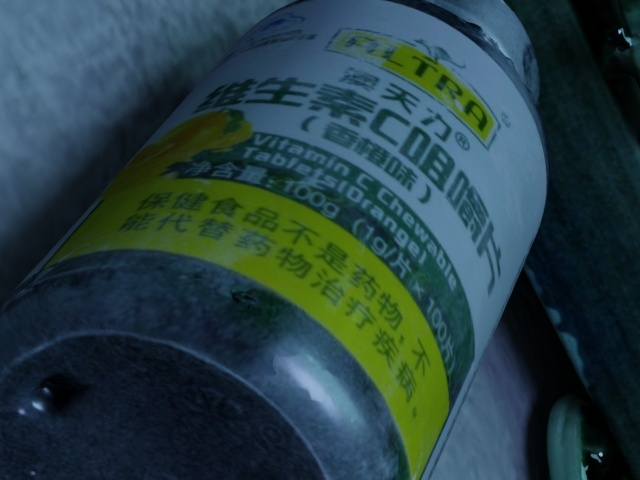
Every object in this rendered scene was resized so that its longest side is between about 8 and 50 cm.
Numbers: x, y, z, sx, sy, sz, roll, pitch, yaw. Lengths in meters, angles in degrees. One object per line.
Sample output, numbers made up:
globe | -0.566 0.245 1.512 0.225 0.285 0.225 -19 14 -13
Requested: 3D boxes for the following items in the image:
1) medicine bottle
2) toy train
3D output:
medicine bottle | 0.000 0.000 0.580 0.141 0.141 0.293 63 31 -20
toy train | 0.172 -0.018 0.870 0.442 0.179 0.272 61 26 -22
